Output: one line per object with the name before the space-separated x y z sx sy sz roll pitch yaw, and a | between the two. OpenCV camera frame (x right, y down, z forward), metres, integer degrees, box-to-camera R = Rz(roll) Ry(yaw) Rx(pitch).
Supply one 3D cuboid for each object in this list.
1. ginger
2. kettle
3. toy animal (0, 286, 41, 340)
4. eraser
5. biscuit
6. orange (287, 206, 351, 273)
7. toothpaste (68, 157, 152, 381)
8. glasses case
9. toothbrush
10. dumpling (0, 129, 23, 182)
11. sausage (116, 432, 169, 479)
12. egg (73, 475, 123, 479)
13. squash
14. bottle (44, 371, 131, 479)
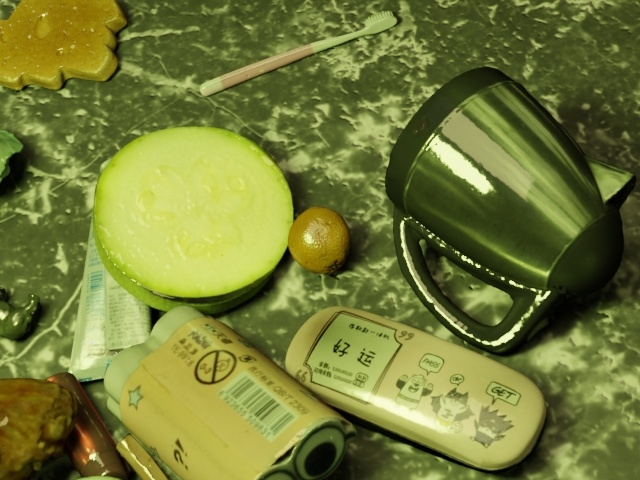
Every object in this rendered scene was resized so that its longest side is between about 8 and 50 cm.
ginger | -0.437 0.246 1.724 0.321 0.165 0.172 -10 27 17
kettle | 0.219 -0.031 1.733 0.250 0.207 0.271 -37 62 -20
toy animal | -0.420 0.085 1.917 0.135 0.047 0.065 19 71 20
eraser | -0.111 0.191 1.699 0.171 0.087 0.290 -40 44 -17
biscuit | -0.394 -0.286 2.173 0.238 0.041 0.212 -22 59 0
orange | 0.000 0.000 1.842 0.085 0.085 0.085 -7 54 10
toothpaste | -0.255 0.038 1.897 0.114 0.073 0.299 -8 60 15
glasses case | 0.104 0.165 1.698 0.314 0.075 0.122 21 62 27
toothbrush | -0.031 -0.256 2.065 0.286 0.020 0.025 -21 45 0
dumpling | -0.499 -0.102 2.049 0.216 0.149 0.105 -7 93 18
sausage | -0.190 0.271 1.720 0.026 0.026 0.116 -38 71 -12
egg | -0.255 0.325 1.662 0.164 0.131 0.131 -9 50 38
squash | -0.156 -0.025 1.878 0.252 0.049 0.252 4 62 -8
bottle | -0.276 0.229 1.771 0.060 0.060 0.164 -33 54 -8
